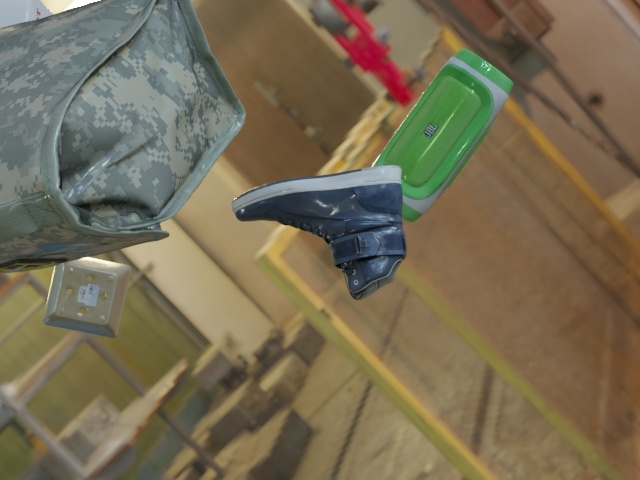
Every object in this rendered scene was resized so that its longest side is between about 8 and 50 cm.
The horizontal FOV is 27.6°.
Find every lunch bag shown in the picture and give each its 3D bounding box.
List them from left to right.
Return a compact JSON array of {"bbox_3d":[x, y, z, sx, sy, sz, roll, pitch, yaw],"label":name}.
[{"bbox_3d":[-0.227,-0.066,1.051,0.235,0.169,0.287,-10,30,28],"label":"lunch bag"}]

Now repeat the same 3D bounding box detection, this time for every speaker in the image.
[{"bbox_3d":[0.202,-0.180,2.248,0.296,0.131,0.131,-55,5,6],"label":"speaker"}]

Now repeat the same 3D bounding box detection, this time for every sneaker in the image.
[{"bbox_3d":[0.000,0.000,1.662,0.226,0.163,0.086,-8,-4,13],"label":"sneaker"}]

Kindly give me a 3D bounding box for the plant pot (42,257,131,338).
[{"bbox_3d":[-0.330,0.076,1.838,0.096,0.109,0.109,161,121,-81],"label":"plant pot"}]

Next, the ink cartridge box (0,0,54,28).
[{"bbox_3d":[-0.353,-0.186,1.594,0.093,0.160,0.219,-4,-18,14],"label":"ink cartridge box"}]
